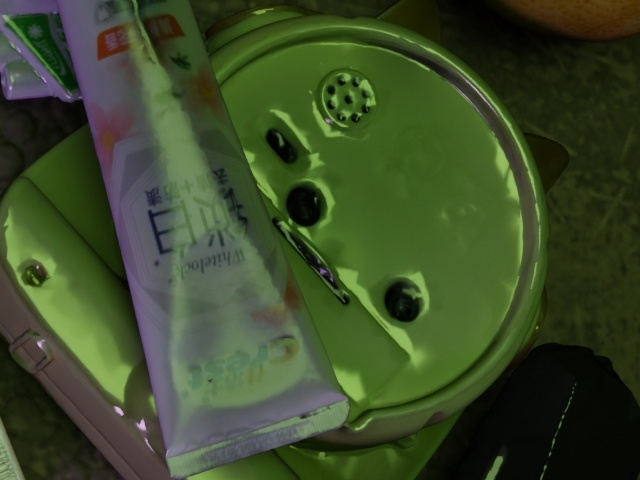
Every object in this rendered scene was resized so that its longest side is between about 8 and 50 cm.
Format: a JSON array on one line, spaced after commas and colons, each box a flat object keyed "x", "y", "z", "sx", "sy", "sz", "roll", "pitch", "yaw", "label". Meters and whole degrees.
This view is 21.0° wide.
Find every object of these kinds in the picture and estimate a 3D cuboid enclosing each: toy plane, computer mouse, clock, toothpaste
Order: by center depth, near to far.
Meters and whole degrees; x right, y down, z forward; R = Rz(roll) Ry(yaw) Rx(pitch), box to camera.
[{"x": -0.078, "y": -0.044, "z": 0.899, "sx": 0.100, "sy": 0.066, "sz": 0.323, "roll": -17, "pitch": 86, "yaw": -13, "label": "toothpaste"}, {"x": 0.000, "y": 0.000, "z": 1.007, "sx": 0.348, "sy": 0.117, "sz": 0.286, "roll": -44, "pitch": 95, "yaw": -22, "label": "clock"}, {"x": -0.155, "y": -0.163, "z": 1.010, "sx": 0.174, "sy": 0.080, "sz": 0.174, "roll": 3, "pitch": 78, "yaw": -16, "label": "toy plane"}, {"x": 0.120, "y": 0.163, "z": 1.024, "sx": 0.122, "sy": 0.073, "sz": 0.217, "roll": 40, "pitch": 73, "yaw": -47, "label": "computer mouse"}]

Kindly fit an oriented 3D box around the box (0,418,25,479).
[{"x": -0.228, "y": 0.133, "z": 0.939, "sx": 0.125, "sy": 0.043, "sz": 0.089, "roll": -20, "pitch": 86, "yaw": -21, "label": "box"}]

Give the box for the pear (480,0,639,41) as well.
[{"x": 0.172, "y": -0.223, "z": 1.074, "sx": 0.209, "sy": 0.209, "sz": 0.208, "roll": 4, "pitch": 77, "yaw": -18, "label": "pear"}]
